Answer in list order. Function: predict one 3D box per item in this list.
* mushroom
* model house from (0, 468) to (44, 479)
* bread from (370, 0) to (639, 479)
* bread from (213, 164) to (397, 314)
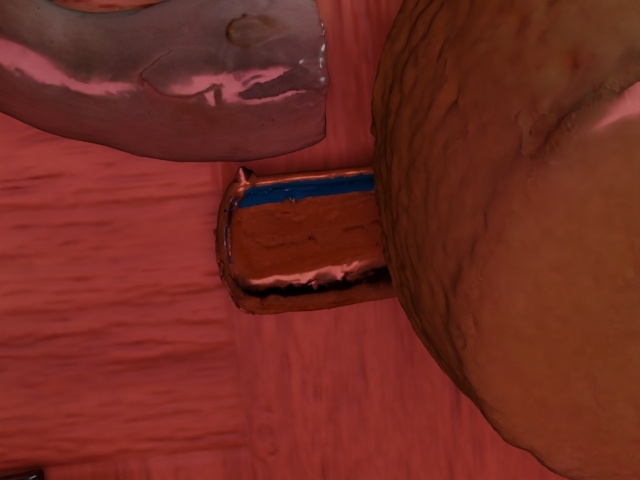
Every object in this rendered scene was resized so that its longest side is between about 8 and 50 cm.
[{"bbox_3d":[-0.105,-0.088,0.922,0.223,0.081,0.092,7,118,-2],"label":"mushroom"},{"bbox_3d":[-0.237,0.219,0.917,0.206,0.271,0.178,4,106,32],"label":"model house"},{"bbox_3d":[0.184,-0.041,0.872,0.321,0.237,0.320,-2,118,-4],"label":"bread"},{"bbox_3d":[0.000,0.000,0.957,0.106,0.053,0.072,-6,77,-5],"label":"bread"}]
